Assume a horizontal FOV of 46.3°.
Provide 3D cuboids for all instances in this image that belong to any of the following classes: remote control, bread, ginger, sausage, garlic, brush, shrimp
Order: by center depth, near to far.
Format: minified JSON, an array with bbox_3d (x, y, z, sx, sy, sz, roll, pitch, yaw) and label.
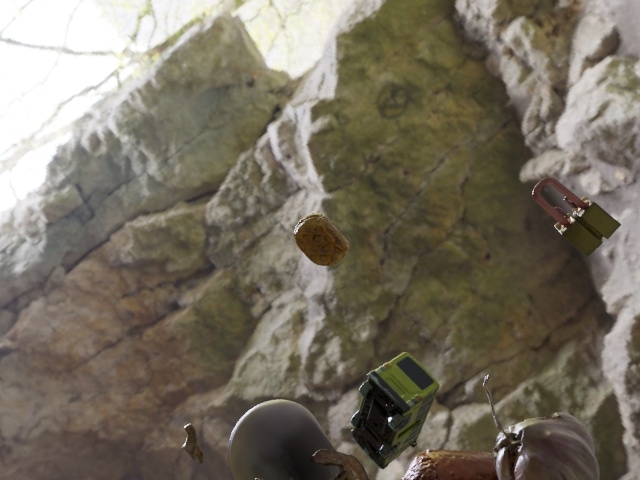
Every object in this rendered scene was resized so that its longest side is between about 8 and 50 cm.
[{"bbox_3d":[0.357,0.377,1.322,0.256,0.207,0.207,42,-179,30],"label":"garlic"},{"bbox_3d":[0.000,0.000,1.402,0.111,0.083,0.044,49,-158,-19],"label":"bread"},{"bbox_3d":[0.281,0.485,1.437,0.268,0.153,0.141,9,-140,-17],"label":"sausage"},{"bbox_3d":[-0.008,0.481,1.477,0.251,0.144,0.052,22,158,-24],"label":"shrimp"},{"bbox_3d":[0.545,-0.065,1.639,0.233,0.103,0.047,34,-163,-26],"label":"brush"},{"bbox_3d":[-0.065,0.509,1.652,0.332,0.221,0.103,60,158,-8],"label":"remote control"},{"bbox_3d":[-0.296,0.469,1.707,0.048,0.030,0.097,-28,-79,-58],"label":"ginger"}]

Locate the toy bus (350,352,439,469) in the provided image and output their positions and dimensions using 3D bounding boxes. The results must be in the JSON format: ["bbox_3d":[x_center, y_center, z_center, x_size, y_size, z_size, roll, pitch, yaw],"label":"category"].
[{"bbox_3d":[0.168,0.391,1.710,0.128,0.150,0.262,43,144,29],"label":"toy bus"}]
